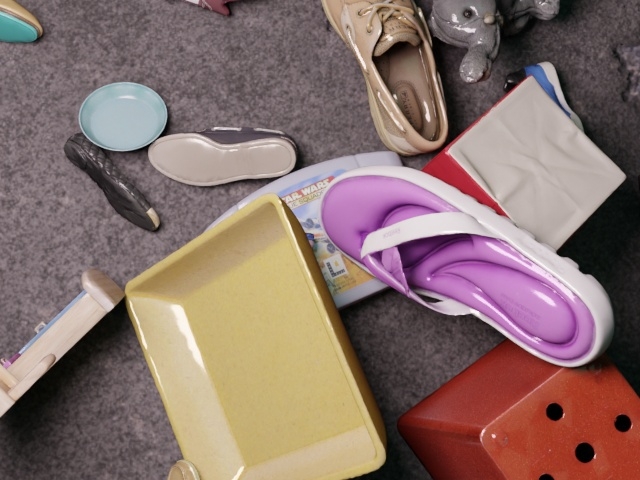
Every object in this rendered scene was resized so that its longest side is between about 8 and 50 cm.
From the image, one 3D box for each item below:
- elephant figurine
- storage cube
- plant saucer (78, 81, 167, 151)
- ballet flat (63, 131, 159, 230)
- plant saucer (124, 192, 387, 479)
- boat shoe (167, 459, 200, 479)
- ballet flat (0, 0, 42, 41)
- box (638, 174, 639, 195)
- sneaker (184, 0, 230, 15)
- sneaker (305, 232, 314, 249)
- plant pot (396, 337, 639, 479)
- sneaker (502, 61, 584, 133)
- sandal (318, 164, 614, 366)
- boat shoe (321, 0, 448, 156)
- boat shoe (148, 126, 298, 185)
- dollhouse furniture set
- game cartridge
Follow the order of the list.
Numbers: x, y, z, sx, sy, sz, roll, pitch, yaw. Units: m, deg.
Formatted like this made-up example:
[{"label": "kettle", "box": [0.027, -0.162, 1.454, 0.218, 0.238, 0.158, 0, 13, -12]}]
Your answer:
[{"label": "elephant figurine", "box": [0.203, -0.327, 1.301, 0.239, 0.186, 0.169, -34, 111, -26]}, {"label": "storage cube", "box": [0.231, -0.057, 1.232, 0.215, 0.193, 0.183, -40, 87, -29]}, {"label": "plant saucer", "box": [-0.271, -0.166, 1.324, 0.119, 0.021, 0.119, 3, 59, -5]}, {"label": "ballet flat", "box": [-0.277, -0.083, 1.308, 0.173, 0.057, 0.049, 47, 49, 1]}, {"label": "plant saucer", "box": [-0.075, 0.148, 1.190, 0.081, 0.333, 0.332, -12, 77, -48]}, {"label": "boat shoe", "box": [-0.187, 0.358, 1.227, 0.056, 0.048, 0.153, 2, 83, 42]}, {"label": "ballet flat", "box": [-0.495, -0.332, 1.330, 0.232, 0.080, 0.073, 9, 64, -3]}, {"label": "box", "box": [0.493, 0.017, 1.250, 0.060, 0.216, 0.270, -2, 79, -4]}, {"label": "sneaker", "box": [-0.111, -0.446, 1.342, 0.162, 0.106, 0.281, 24, 107, -9]}, {"label": "sneaker", "box": [-0.072, 0.025, 1.250, 0.135, 0.052, 0.058, -7, 87, -3]}, {"label": "plant pot", "box": [0.288, 0.256, 1.186, 0.267, 0.236, 0.267, -35, 83, -9]}, {"label": "sneaker", "box": [0.308, -0.175, 1.352, 0.085, 0.058, 0.152, -16, 77, -12]}, {"label": "sandal", "box": [0.141, 0.025, 1.126, 0.416, 0.169, 0.102, 24, 38, 35]}, {"label": "boat shoe", "box": [0.095, -0.281, 1.295, 0.122, 0.110, 0.341, -25, 98, -12]}, {"label": "boat shoe", "box": [-0.132, -0.121, 1.328, 0.206, 0.065, 0.075, 0, 116, 8]}, {"label": "dollhouse furniture set", "box": [-0.422, 0.040, 1.148, 0.198, 0.286, 0.303, -45, 96, -2]}, {"label": "game cartridge", "box": [0.000, 0.000, 1.310, 0.297, 0.062, 0.198, -24, 86, -7]}]
